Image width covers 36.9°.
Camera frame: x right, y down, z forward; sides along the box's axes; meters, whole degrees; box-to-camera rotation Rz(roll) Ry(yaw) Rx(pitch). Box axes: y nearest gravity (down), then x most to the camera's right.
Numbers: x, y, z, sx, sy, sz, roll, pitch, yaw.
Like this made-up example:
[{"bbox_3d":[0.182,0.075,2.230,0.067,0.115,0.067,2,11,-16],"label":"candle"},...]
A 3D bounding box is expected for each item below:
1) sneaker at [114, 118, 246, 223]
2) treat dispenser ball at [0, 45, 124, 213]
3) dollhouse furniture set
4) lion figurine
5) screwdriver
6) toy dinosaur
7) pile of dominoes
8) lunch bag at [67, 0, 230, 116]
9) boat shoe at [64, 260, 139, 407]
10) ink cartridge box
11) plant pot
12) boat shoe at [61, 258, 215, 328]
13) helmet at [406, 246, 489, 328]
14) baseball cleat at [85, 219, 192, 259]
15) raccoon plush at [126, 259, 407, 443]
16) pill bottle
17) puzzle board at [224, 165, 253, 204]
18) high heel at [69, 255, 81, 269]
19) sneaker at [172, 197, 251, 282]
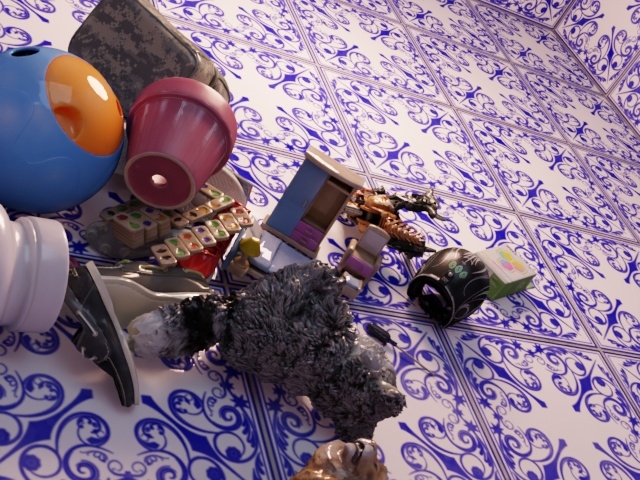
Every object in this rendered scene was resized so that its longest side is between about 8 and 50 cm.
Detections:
[{"bbox_3d":[-0.308,-0.153,1.920,0.350,0.131,0.148,30,10,-22],"label":"sneaker"},{"bbox_3d":[-0.485,-0.190,1.658,0.288,0.288,0.288,22,34,-16],"label":"treat dispenser ball"},{"bbox_3d":[0.000,0.000,1.869,0.286,0.198,0.303,31,27,-4],"label":"dollhouse furniture set"},{"bbox_3d":[0.017,0.467,1.379,0.240,0.142,0.392,19,48,-34],"label":"lion figurine"},{"bbox_3d":[0.164,0.217,1.916,0.170,0.024,0.025,33,61,-2],"label":"screwdriver"},{"bbox_3d":[0.143,-0.040,2.113,0.218,0.164,0.322,12,33,-25],"label":"toy dinosaur"},{"bbox_3d":[-0.250,-0.051,1.713,0.196,0.040,0.251,31,39,29],"label":"pile of dominoes"},{"bbox_3d":[-0.351,-0.364,2.079,0.305,0.212,0.256,42,9,16],"label":"lunch bag"},{"bbox_3d":[-0.340,0.152,1.469,0.079,0.084,0.233,-23,95,-19],"label":"boat shoe"},{"bbox_3d":[0.447,0.071,2.314,0.209,0.062,0.109,-10,51,-48],"label":"ink cartridge box"},{"bbox_3d":[-0.262,-0.160,1.709,0.201,0.201,0.180,25,41,-12],"label":"plant pot"},{"bbox_3d":[-0.309,0.086,1.610,0.305,0.109,0.091,11,36,-39],"label":"boat shoe"},{"bbox_3d":[0.285,0.094,2.068,0.169,0.169,0.161,44,51,18],"label":"helmet"},{"bbox_3d":[-0.318,-0.005,1.743,0.206,0.072,0.109,9,15,-2],"label":"baseball cleat"},{"bbox_3d":[-0.074,0.232,1.600,0.446,0.216,0.299,-17,66,-24],"label":"raccoon plush"},{"bbox_3d":[-0.576,0.033,1.333,0.407,0.229,0.229,7,40,-34],"label":"pill bottle"},{"bbox_3d":[-0.188,-0.116,1.982,0.096,0.128,0.011,34,69,1],"label":"puzzle board"},{"bbox_3d":[-0.508,0.018,1.591,0.244,0.117,0.082,15,67,8],"label":"high heel"},{"bbox_3d":[-0.203,-0.012,1.805,0.087,0.128,0.221,29,32,-6],"label":"sneaker"}]
